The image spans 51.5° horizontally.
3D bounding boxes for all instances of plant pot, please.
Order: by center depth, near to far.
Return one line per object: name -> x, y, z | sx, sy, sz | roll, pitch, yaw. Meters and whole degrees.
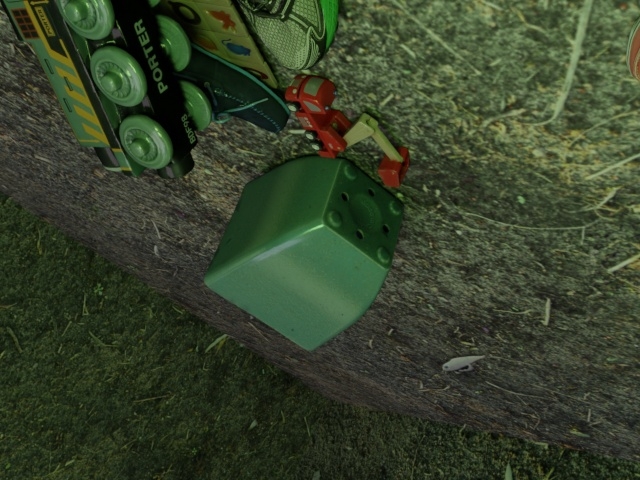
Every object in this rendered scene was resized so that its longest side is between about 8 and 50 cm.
plant pot -> 0.000, 0.000, 1.136 | 0.248, 0.247, 0.252 | 36, 139, -22

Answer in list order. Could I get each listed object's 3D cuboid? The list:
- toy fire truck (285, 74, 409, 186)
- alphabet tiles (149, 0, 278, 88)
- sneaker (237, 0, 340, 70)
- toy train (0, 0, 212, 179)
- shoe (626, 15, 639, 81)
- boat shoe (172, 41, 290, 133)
toy fire truck -> 0.043, -0.159, 0.964 | 0.135, 0.047, 0.192 | 12, 153, 32
alphabet tiles -> -0.218, -0.307, 0.924 | 0.285, 0.011, 0.342 | 16, 163, 23
sneaker -> -0.098, -0.298, 0.676 | 0.134, 0.146, 0.343 | 9, 153, 37
toy train -> -0.268, -0.227, 0.837 | 0.190, 0.142, 0.334 | 7, 132, 28
shoe -> 0.309, -0.176, 0.574 | 0.063, 0.081, 0.178 | 23, 158, 10
boat shoe -> -0.172, -0.216, 0.967 | 0.258, 0.089, 0.109 | 26, 164, -9
